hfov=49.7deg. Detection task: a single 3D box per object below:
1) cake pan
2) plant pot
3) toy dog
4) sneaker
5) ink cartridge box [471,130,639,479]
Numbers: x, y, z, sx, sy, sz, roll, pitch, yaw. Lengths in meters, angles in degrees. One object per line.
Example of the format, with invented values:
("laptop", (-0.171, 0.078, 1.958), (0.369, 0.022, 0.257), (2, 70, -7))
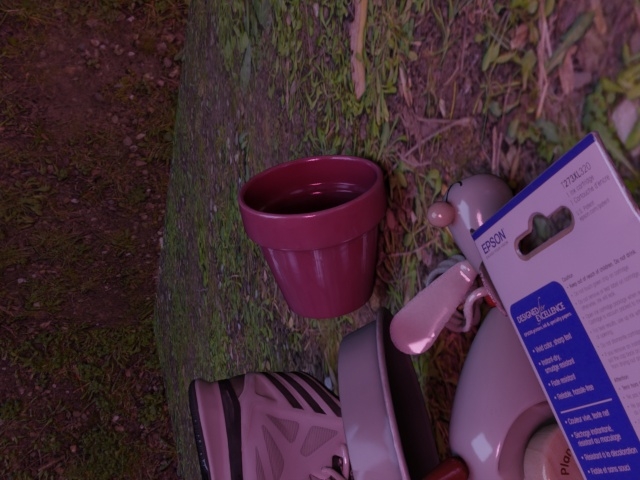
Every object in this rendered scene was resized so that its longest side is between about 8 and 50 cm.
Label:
("cake pan", (0.083, 0.219, 0.741), (0.293, 0.054, 0.293), (-16, -90, -79))
("plant pot", (0.000, 0.000, 0.960), (0.201, 0.201, 0.180), (-136, 31, -59))
("toy dog", (0.139, 0.110, 0.652), (0.220, 0.160, 0.334), (115, 145, -48))
("sneaker", (-0.020, 0.364, 0.935), (0.169, 0.257, 0.448), (97, 159, -52))
("ink cartridge box", (0.233, 0.122, 0.456), (0.371, 0.069, 0.176), (66, 158, 15))
